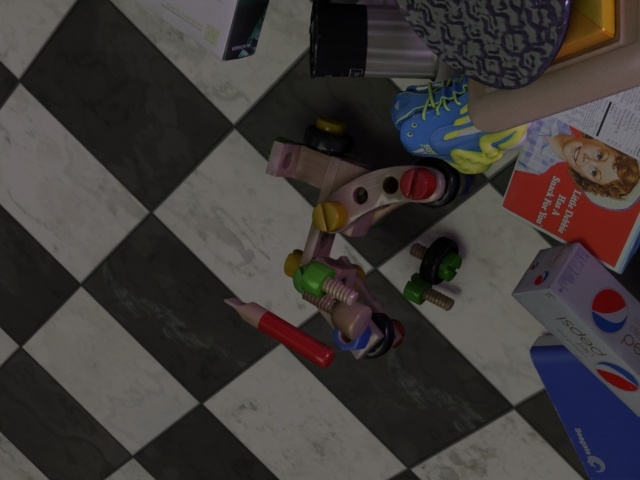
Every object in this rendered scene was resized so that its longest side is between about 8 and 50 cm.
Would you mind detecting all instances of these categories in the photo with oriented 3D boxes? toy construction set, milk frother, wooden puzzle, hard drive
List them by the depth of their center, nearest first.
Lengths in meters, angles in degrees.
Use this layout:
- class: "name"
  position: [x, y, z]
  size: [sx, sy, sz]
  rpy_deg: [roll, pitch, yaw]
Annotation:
- class: "wooden puzzle"
  position: [0.219, -0.241, 1.596]
  size: [0.044, 0.239, 0.221]
  rpy_deg: [12, 160, -41]
- class: "milk frother"
  position: [0.056, -0.245, 1.797]
  size: [0.134, 0.129, 0.143]
  rpy_deg: [1, 101, -5]
- class: "toy construction set"
  position: [0.000, 0.000, 1.916]
  size: [0.237, 0.309, 0.257]
  rpy_deg: [29, 131, 23]
- class: "hard drive"
  position: [0.418, 0.194, 1.936]
  size: [0.318, 0.040, 0.210]
  rpy_deg: [-6, 121, 42]

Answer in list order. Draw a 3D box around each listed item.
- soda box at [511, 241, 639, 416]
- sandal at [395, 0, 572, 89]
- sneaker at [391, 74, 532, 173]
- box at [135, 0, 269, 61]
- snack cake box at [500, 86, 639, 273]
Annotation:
- class: "soda box"
  position: [0.312, 0.099, 1.812]
  size: [0.216, 0.069, 0.074]
  rpy_deg: [43, 156, -17]
- class: "sandal"
  position: [0.096, -0.347, 1.558]
  size: [0.167, 0.107, 0.446]
  rpy_deg: [-33, 91, 25]
- class: "sneaker"
  position: [0.144, -0.131, 1.751]
  size: [0.126, 0.091, 0.240]
  rpy_deg: [6, 158, -8]
- class: "box"
  position: [-0.125, -0.381, 1.741]
  size: [0.232, 0.058, 0.322]
  rpy_deg: [36, 126, 28]
- class: "snack cake box"
  position: [0.297, -0.108, 1.724]
  size: [0.152, 0.089, 0.264]
  rpy_deg: [29, 139, 13]
